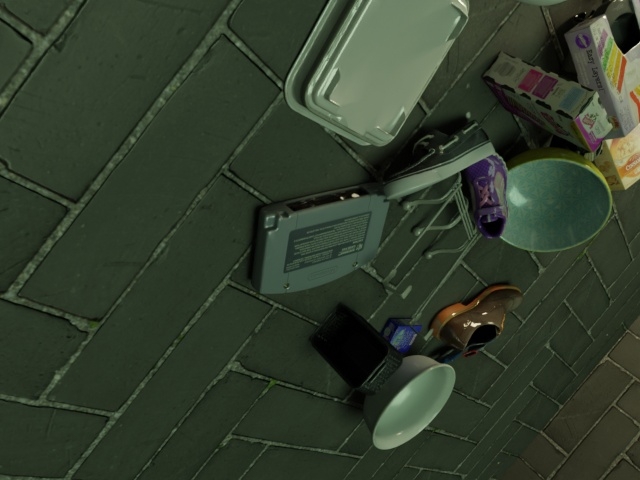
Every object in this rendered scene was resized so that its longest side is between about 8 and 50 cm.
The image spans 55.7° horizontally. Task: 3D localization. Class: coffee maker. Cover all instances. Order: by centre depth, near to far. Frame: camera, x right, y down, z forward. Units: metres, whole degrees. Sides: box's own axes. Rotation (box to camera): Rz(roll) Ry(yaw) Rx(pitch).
[{"bbox_3d":[0.612,-0.281,1.477,0.120,0.171,0.178,-41,158,0],"label":"coffee maker"}]

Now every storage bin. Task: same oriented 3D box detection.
[{"bbox_3d":[0.081,0.247,1.369,0.122,0.180,0.084,-50,142,1],"label":"storage bin"}]

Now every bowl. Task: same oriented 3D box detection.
[{"bbox_3d":[0.552,-0.126,1.496,0.156,0.290,0.289,-73,163,-45],"label":"bowl"},{"bbox_3d":[0.221,0.422,1.681,0.298,0.134,0.297,-25,136,-27],"label":"bowl"}]

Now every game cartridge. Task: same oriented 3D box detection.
[{"bbox_3d":[0.000,0.000,1.195,0.297,0.062,0.198,-15,135,-35],"label":"game cartridge"}]

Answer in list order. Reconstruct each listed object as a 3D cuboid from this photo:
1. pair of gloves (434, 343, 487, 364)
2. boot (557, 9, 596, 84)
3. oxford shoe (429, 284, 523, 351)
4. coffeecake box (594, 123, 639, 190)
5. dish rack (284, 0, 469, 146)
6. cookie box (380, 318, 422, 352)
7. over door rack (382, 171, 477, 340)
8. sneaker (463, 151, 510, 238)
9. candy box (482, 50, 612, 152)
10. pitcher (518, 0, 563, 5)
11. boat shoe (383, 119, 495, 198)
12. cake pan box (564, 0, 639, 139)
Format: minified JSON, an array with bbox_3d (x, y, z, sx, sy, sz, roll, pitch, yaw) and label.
[{"bbox_3d":[0.427,0.328,1.814,0.198,0.023,0.159,-31,172,39],"label":"pair of gloves"},{"bbox_3d":[0.658,-0.450,1.421,0.247,0.083,0.161,-13,123,-38],"label":"boot"},{"bbox_3d":[0.490,0.236,1.778,0.364,0.133,0.129,-19,132,-32],"label":"oxford shoe"},{"bbox_3d":[0.826,-0.253,1.672,0.142,0.068,0.185,-33,103,-19],"label":"coffeecake box"},{"bbox_3d":[0.115,-0.322,1.025,0.286,0.072,0.332,16,111,-49],"label":"dish rack"},{"bbox_3d":[0.206,0.252,1.601,0.107,0.040,0.091,8,115,-46],"label":"cookie box"},{"bbox_3d":[0.239,0.026,1.372,0.324,0.108,0.239,-61,145,-19],"label":"over door rack"},{"bbox_3d":[0.385,-0.098,1.393,0.104,0.095,0.236,-69,145,-45],"label":"sneaker"},{"bbox_3d":[0.465,-0.285,1.248,0.159,0.233,0.071,27,101,-50],"label":"candy box"},{"bbox_3d":[0.349,-0.482,1.001,0.178,0.207,0.125,-44,141,-8],"label":"pitcher"},{"bbox_3d":[0.233,-0.172,1.234,0.301,0.108,0.102,-27,92,-28],"label":"boat shoe"},{"bbox_3d":[0.659,-0.392,1.330,0.246,0.070,0.266,-36,109,-30],"label":"cake pan box"}]
